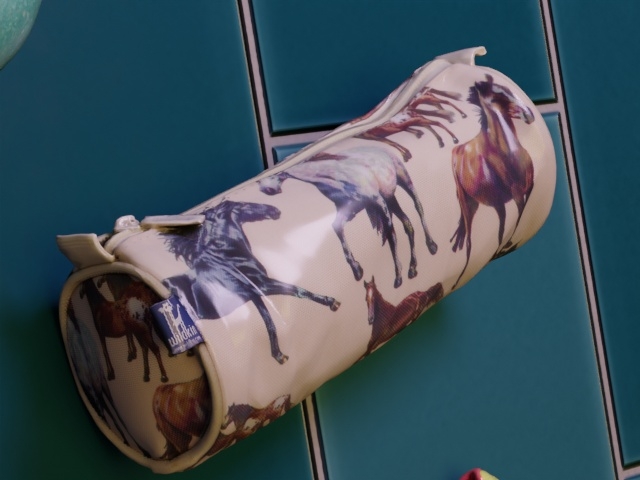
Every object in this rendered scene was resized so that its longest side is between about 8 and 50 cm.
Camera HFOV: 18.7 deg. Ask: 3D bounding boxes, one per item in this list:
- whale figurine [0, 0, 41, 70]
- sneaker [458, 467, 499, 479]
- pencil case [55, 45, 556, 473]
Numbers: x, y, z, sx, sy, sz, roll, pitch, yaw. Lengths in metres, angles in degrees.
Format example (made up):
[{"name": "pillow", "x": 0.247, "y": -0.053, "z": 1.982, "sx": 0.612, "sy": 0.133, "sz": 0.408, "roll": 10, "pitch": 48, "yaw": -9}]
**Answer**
[{"name": "whale figurine", "x": -0.292, "y": -0.213, "z": 1.255, "sx": 0.272, "sy": 0.141, "sz": 0.216, "roll": 51, "pitch": 58, "yaw": -22}, {"name": "sneaker", "x": 0.098, "y": 0.267, "z": 1.555, "sx": 0.094, "sy": 0.081, "sz": 0.208, "roll": 50, "pitch": 51, "yaw": -14}, {"name": "pencil case", "x": 0.000, "y": 0.000, "z": 1.449, "sx": 0.410, "sy": 0.160, "sz": 0.183, "roll": -32, "pitch": 119, "yaw": -36}]
